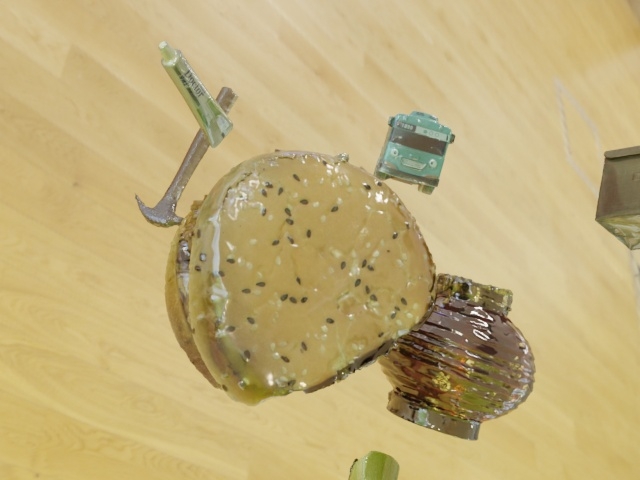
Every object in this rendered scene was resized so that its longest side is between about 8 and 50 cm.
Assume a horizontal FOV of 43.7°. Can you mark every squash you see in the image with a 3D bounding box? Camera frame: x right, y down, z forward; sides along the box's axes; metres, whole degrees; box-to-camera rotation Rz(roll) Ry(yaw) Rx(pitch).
[{"bbox_3d":[0.070,0.435,1.246,0.090,0.075,0.200,61,33,-35],"label":"squash"}]

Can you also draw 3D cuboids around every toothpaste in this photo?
[{"bbox_3d":[-0.169,-0.197,1.080,0.048,0.029,0.197,-50,147,-13],"label":"toothpaste"}]

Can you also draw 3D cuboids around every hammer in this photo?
[{"bbox_3d":[-0.208,-0.145,1.339,0.027,0.125,0.297,75,35,-57],"label":"hammer"}]

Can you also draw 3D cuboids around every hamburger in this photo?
[{"bbox_3d":[-0.038,0.034,0.984,0.318,0.195,0.277,-29,94,-25],"label":"hamburger"}]

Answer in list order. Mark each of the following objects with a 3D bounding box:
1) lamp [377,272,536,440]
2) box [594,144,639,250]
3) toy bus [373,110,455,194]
[{"bbox_3d":[0.196,0.165,1.165,0.247,0.247,0.247,32,47,-43],"label":"lamp"},{"bbox_3d":[0.644,-0.086,1.448,0.155,0.231,0.149,31,66,-36],"label":"box"},{"bbox_3d":[0.181,-0.176,1.587,0.256,0.128,0.147,-61,166,-85],"label":"toy bus"}]
